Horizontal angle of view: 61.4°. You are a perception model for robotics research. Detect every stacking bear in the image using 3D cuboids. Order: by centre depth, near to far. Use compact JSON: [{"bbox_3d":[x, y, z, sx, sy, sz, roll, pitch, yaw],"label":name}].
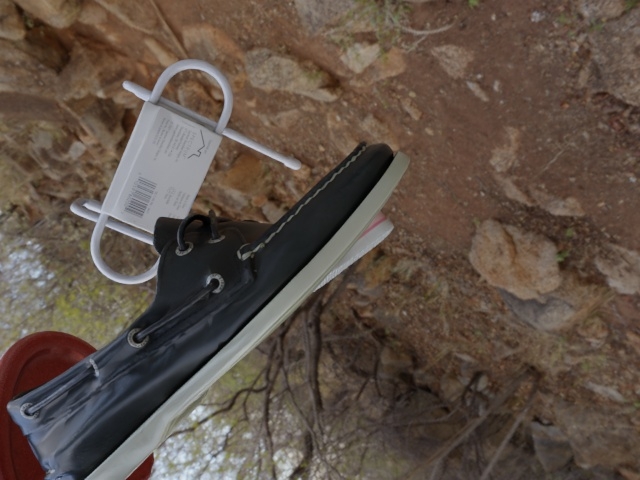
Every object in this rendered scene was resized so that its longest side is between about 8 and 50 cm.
[{"bbox_3d":[-0.340,0.219,0.513,0.164,0.289,0.175,65,-166,17],"label":"stacking bear"}]

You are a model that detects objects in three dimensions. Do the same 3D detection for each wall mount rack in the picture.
[{"bbox_3d":[-0.199,-0.088,0.852,0.304,0.349,0.130,24,-175,-15],"label":"wall mount rack"}]

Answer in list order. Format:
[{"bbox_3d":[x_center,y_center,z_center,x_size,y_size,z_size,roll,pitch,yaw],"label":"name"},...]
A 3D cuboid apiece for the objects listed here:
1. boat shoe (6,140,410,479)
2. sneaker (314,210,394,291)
[{"bbox_3d":[-0.086,0.036,0.384,0.113,0.340,0.127,44,-173,1],"label":"boat shoe"},{"bbox_3d":[0.000,0.000,0.511,0.070,0.134,0.051,51,158,9],"label":"sneaker"}]
